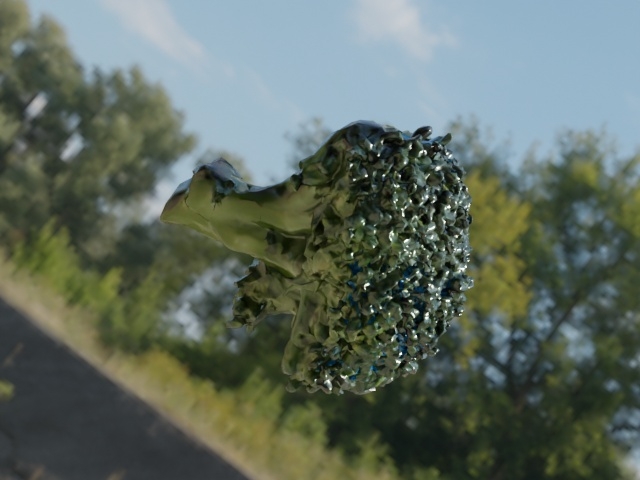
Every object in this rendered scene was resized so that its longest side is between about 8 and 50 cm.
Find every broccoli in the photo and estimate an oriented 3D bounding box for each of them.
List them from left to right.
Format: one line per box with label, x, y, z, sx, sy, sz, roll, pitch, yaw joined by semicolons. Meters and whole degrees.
broccoli;0.000;0.000;0.752;0.160;0.154;0.167;27;8;5
